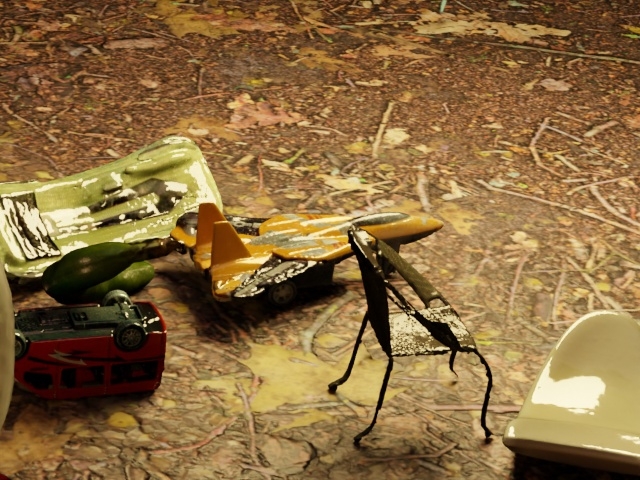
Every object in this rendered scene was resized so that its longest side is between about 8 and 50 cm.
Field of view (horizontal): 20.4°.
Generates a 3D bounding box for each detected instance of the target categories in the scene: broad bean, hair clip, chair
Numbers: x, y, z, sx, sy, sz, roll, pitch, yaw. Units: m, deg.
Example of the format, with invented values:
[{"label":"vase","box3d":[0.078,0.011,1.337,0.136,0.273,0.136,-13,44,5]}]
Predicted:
[{"label":"broad bean","box3d":[-0.231,0.036,1.918,0.144,0.049,0.292,-10,-6,-13]},{"label":"hair clip","box3d":[0.276,0.174,1.783,0.173,0.113,0.282,8,31,8]},{"label":"chair","box3d":[0.090,0.087,1.804,0.149,0.213,0.174,-7,28,-11]},{"label":"hair clip","box3d":[-0.268,-0.027,2.116,0.321,0.138,0.091,-17,-12,-36]}]

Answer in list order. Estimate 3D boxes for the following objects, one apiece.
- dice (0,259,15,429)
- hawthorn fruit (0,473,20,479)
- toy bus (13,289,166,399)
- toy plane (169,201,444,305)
[{"label":"dice","box3d":[-0.466,0.106,1.552,0.277,0.304,0.304,18,29,28]},{"label":"hawthorn fruit","box3d":[-0.324,0.273,1.389,0.251,0.189,0.189,-8,25,5]},{"label":"toy bus","box3d":[-0.259,0.111,1.824,0.195,0.089,0.081,-4,26,-19]},{"label":"toy plane","box3d":[-0.002,0.011,2.083,0.316,0.103,0.204,0,27,-26]}]
